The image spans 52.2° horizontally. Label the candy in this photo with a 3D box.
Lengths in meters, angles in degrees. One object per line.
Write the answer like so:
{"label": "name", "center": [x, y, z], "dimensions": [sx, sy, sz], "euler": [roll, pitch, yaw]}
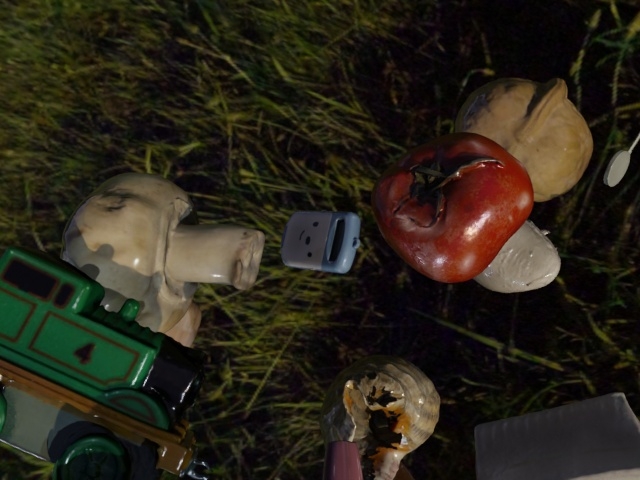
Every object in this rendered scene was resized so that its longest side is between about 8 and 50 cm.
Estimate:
{"label": "candy", "center": [0.509, 0.469, 1.368], "dimensions": [0.358, 0.145, 0.208], "euler": [-20, 29, 19]}

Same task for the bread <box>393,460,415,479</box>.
{"label": "bread", "center": [0.153, 0.587, 1.328], "dimensions": [0.143, 0.323, 0.333], "euler": [-37, 78, 6]}

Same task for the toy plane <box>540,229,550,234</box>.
{"label": "toy plane", "center": [0.511, 0.026, 1.680], "dimensions": [0.171, 0.065, 0.162], "euler": [33, 80, 23]}

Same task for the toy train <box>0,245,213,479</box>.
{"label": "toy train", "center": [-0.316, 0.172, 0.843], "dimensions": [0.178, 0.429, 0.249], "euler": [133, 161, -77]}

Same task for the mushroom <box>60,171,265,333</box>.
{"label": "mushroom", "center": [-0.263, 0.031, 1.137], "dimensions": [0.336, 0.314, 0.315], "euler": [5, 89, 17]}

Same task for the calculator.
{"label": "calculator", "center": [0.000, 0.000, 1.278], "dimensions": [0.210, 0.039, 0.121], "euler": [5, 81, 47]}

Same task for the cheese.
{"label": "cheese", "center": [0.366, 0.024, 1.319], "dimensions": [0.154, 0.189, 0.198], "euler": [-45, 4, -6]}

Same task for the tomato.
{"label": "tomato", "center": [0.158, -0.044, 0.787], "dimensions": [0.187, 0.151, 0.187], "euler": [-15, 63, 31]}

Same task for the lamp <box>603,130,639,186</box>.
{"label": "lamp", "center": [0.424, -0.163, 0.876], "dimensions": [0.056, 0.050, 0.198], "euler": [32, 86, 38]}

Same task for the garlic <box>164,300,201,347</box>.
{"label": "garlic", "center": [-0.321, 0.222, 1.341], "dimensions": [0.128, 0.148, 0.267], "euler": [7, 57, 28]}

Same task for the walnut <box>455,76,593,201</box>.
{"label": "walnut", "center": [0.527, -0.264, 1.711], "dimensions": [0.381, 0.381, 0.382], "euler": [-8, 79, 46]}

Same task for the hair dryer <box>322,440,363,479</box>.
{"label": "hair dryer", "center": [0.020, 0.317, 0.788], "dimensions": [0.154, 0.054, 0.106], "euler": [101, 170, -52]}

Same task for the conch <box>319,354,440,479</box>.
{"label": "conch", "center": [0.074, 0.275, 1.050], "dimensions": [0.159, 0.291, 0.210], "euler": [27, 82, 41]}
